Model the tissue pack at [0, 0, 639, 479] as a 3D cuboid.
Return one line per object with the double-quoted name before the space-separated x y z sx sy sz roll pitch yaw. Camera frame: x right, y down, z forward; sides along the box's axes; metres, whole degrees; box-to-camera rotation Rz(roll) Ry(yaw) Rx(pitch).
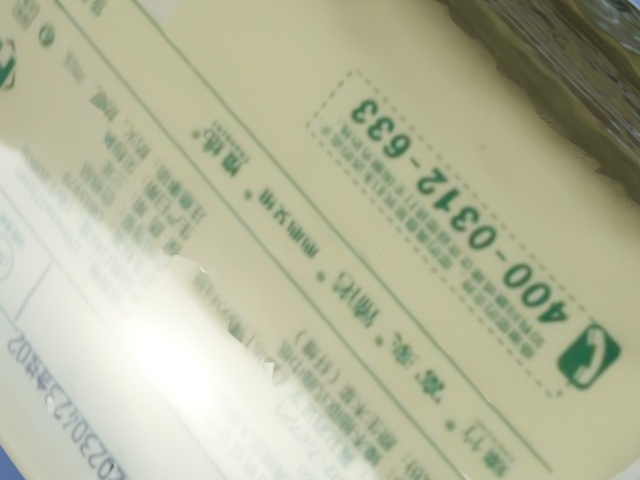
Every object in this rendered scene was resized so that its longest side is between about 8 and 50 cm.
"tissue pack" 0.000 0.000 0.723 0.380 0.297 0.207 51 -153 22
